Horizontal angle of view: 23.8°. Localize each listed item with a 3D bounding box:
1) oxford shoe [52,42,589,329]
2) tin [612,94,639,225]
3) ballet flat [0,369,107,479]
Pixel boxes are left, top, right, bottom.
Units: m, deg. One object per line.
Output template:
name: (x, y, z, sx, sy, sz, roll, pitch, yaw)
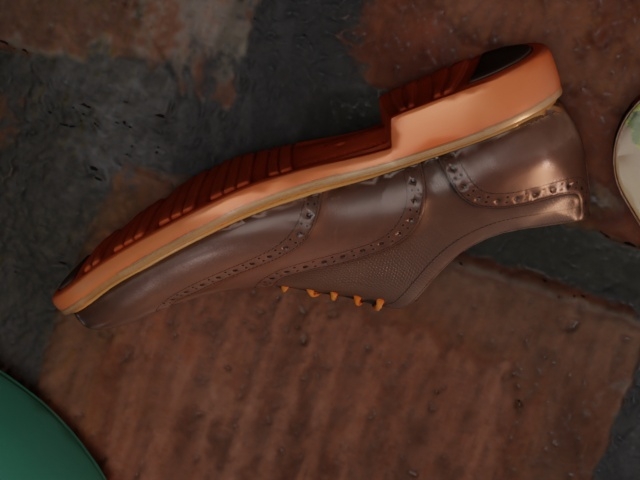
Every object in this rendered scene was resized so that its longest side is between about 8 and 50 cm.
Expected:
oxford shoe: (0.000, 0.000, 0.992, 0.363, 0.130, 0.133, -22, 105, 11)
tin: (0.264, -0.020, 0.997, 0.106, 0.040, 0.190, -30, 97, 8)
ballet flat: (-0.174, 0.233, 1.084, 0.342, 0.116, 0.124, 42, 123, -7)
